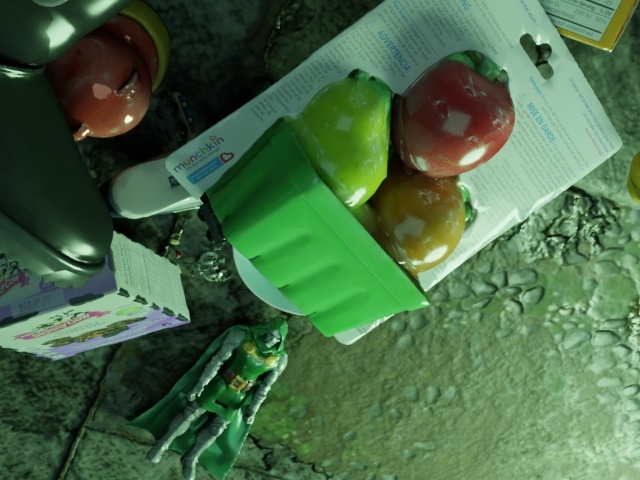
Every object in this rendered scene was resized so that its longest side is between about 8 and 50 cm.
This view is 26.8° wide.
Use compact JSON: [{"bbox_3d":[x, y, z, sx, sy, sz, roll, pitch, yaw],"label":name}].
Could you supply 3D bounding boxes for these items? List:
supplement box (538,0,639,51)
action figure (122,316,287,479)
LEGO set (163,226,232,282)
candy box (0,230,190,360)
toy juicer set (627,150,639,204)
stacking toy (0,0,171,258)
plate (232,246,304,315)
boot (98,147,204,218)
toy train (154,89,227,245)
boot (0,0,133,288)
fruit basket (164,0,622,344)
[{"bbox_3d":[0.174,-0.252,1.228,0.233,0.078,0.080,18,118,-17],"label":"supplement box"},{"bbox_3d":[-0.108,0.170,1.509,0.137,0.063,0.232,29,114,-18],"label":"action figure"},{"bbox_3d":[-0.128,0.022,1.423,0.083,0.023,0.054,19,121,-17],"label":"LEGO set"},{"bbox_3d":[-0.244,0.058,1.340,0.165,0.070,0.196,-16,165,11],"label":"candy box"},{"bbox_3d":[0.413,-0.043,1.313,0.209,0.089,0.329,-15,128,6],"label":"toy juicer set"},{"bbox_3d":[-0.319,-0.122,1.245,0.279,0.130,0.309,30,117,-23],"label":"stacking toy"},{"bbox_3d":[0.000,0.000,1.419,0.188,0.024,0.188,-3,125,-4],"label":"plate"},{"bbox_3d":[-0.131,-0.066,1.345,0.190,0.086,0.069,-13,94,-24],"label":"boot"},{"bbox_3d":[-0.117,-0.072,1.287,0.027,0.036,0.158,-10,106,48],"label":"toy train"},{"bbox_3d":[-0.156,-0.204,1.065,0.445,0.146,0.367,-43,133,4],"label":"boot"},{"bbox_3d":[0.078,-0.087,1.261,0.353,0.165,0.327,-40,133,4],"label":"fruit basket"}]
